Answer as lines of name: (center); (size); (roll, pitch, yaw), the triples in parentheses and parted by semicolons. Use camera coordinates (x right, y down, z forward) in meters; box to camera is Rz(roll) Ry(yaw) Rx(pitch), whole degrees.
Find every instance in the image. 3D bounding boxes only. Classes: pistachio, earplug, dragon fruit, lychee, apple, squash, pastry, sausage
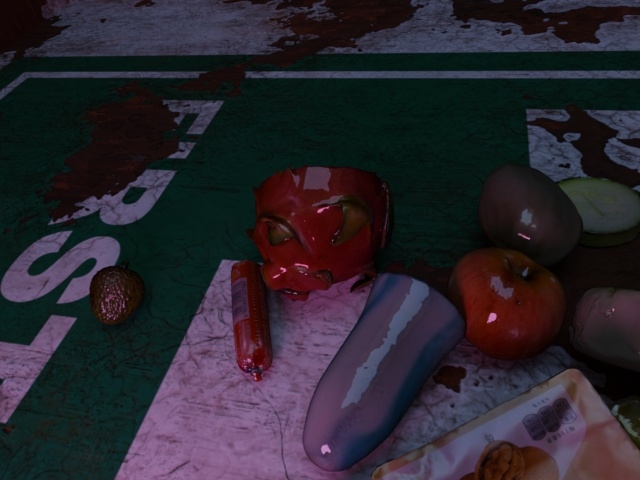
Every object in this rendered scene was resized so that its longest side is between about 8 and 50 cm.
pistachio: (0.431, -0.056, 1.111); (0.198, 0.166, 0.287); (-7, 42, 18)
earplug: (0.081, 0.227, 0.886); (0.185, 0.185, 0.324); (24, 58, 30)
dragon fruit: (0.000, 0.000, 1.076); (0.306, 0.305, 0.225); (-2, 72, 8)
lychee: (-0.432, 0.106, 1.134); (0.114, 0.114, 0.146); (3, 64, 13)
apple: (0.328, 0.104, 0.955); (0.210, 0.164, 0.209); (7, 37, -5)
squash: (0.604, -0.070, 1.199); (0.220, 0.041, 0.219); (-6, 39, 5)
pastry: (0.532, 0.142, 0.846); (0.265, 0.265, 0.133); (10, 90, 19)
sausage: (-0.137, 0.157, 1.058); (0.074, 0.074, 0.274); (-11, 43, -2)

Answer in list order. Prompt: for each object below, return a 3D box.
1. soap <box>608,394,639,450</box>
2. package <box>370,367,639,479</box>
soap: (0.509, 0.362, 0.722); (0.200, 0.091, 0.314); (-20, 45, -10)
package: (0.251, 0.340, 0.700); (0.312, 0.165, 0.221); (-28, 64, -2)
